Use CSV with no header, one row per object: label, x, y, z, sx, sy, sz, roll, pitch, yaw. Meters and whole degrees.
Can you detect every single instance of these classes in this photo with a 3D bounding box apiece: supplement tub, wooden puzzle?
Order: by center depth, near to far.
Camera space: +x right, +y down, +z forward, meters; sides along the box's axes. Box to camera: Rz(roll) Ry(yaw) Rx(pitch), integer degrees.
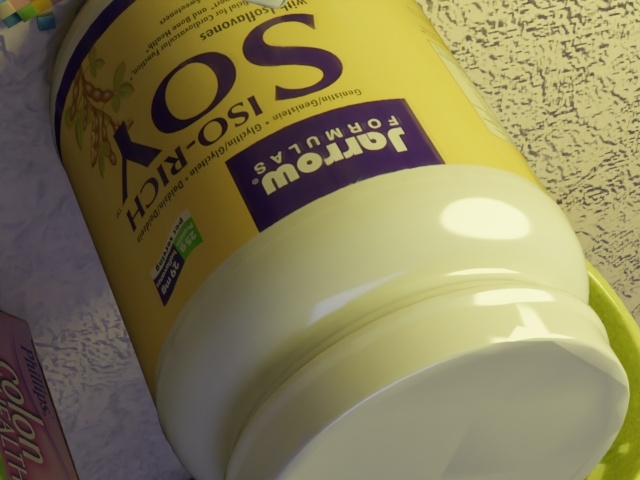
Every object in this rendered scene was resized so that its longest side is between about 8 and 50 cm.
wooden puzzle,-0.165,-0.146,0.771,0.049,0.006,0.083,-30,142,2
supplement tub,0.000,0.000,0.772,0.241,0.331,0.241,-17,140,-14

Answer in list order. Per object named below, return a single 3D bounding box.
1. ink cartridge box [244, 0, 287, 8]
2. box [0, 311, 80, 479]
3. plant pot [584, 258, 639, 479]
ink cartridge box,-0.086,-0.193,0.631,0.127,0.175,0.072,7,128,-36
box,-0.286,0.189,0.910,0.243,0.214,0.117,-40,141,16
plant pot,0.078,0.146,1.072,0.276,0.276,0.254,0,146,-31
